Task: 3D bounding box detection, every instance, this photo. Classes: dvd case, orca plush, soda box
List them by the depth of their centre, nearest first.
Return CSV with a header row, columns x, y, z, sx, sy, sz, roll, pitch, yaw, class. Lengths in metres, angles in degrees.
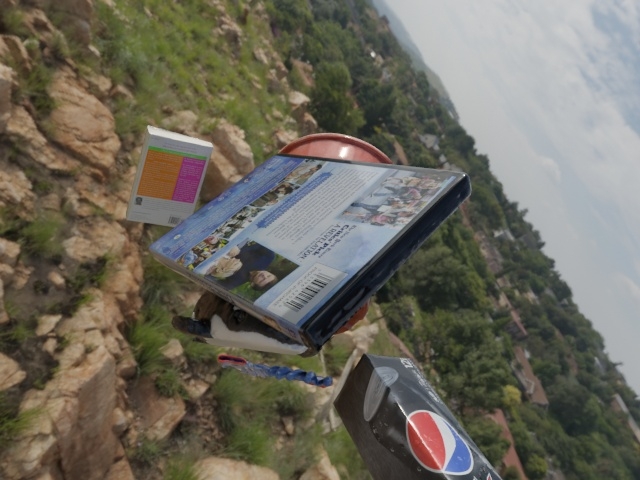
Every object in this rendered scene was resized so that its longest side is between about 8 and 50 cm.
x,y,z,sx,sy,sz,roll,pitch,yaw,class
0.074,0.157,0.341,0.053,0.060,0.169,14,24,-34,soda box
-0.025,-0.015,0.427,0.253,0.180,0.022,17,-40,48,dvd case
-0.071,0.068,0.541,0.287,0.151,0.102,122,-20,-73,orca plush

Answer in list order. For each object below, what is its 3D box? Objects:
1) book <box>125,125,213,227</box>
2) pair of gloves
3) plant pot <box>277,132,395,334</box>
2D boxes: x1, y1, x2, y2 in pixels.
x,y,z,sx,sy,sz,roll,pitch,yaw,class
-0.228,-0.089,0.741,0.096,0.144,0.035,10,27,-30,book
-0.073,0.210,0.775,0.159,0.198,0.023,59,39,-66,pair of gloves
0.000,0.000,0.844,0.272,0.272,0.265,49,36,-25,plant pot
